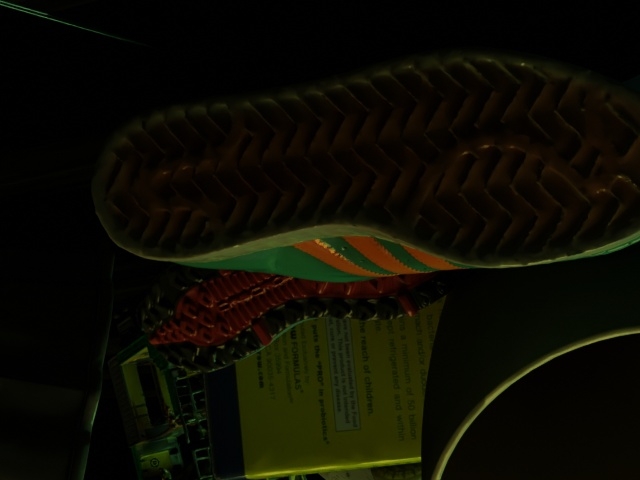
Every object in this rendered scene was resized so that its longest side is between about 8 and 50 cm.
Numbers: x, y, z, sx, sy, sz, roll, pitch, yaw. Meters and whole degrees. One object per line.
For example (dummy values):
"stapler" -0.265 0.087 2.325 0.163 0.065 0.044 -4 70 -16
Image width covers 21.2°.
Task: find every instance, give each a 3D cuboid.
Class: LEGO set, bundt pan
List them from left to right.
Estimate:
"bundt pan" -0.245 0.144 1.208 0.124 0.331 0.331 13 167 -14
"LEGO set" -0.075 0.200 1.740 0.192 0.331 0.255 -11 162 -26

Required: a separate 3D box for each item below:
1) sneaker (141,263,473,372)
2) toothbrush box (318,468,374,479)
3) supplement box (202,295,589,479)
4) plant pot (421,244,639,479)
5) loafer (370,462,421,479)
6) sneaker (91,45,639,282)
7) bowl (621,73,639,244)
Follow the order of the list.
"sneaker" 0.000 0.000 1.198 0.261 0.104 0.125 -17 -162 20
"toothbrush box" 0.138 0.186 1.878 0.295 0.126 0.216 -14 -144 -39
"supplement box" 0.088 0.082 1.391 0.356 0.195 0.194 -6 173 1
"plant pot" 0.176 0.096 1.141 0.256 0.257 0.274 -6 -152 -3
"loafer" 0.163 0.180 1.556 0.268 0.092 0.102 -24 -147 -22
"sneaker" 0.042 -0.034 0.874 0.302 0.108 0.121 -1 176 22
"bowl" 0.347 -0.060 1.002 0.391 0.077 0.391 -6 173 -1
